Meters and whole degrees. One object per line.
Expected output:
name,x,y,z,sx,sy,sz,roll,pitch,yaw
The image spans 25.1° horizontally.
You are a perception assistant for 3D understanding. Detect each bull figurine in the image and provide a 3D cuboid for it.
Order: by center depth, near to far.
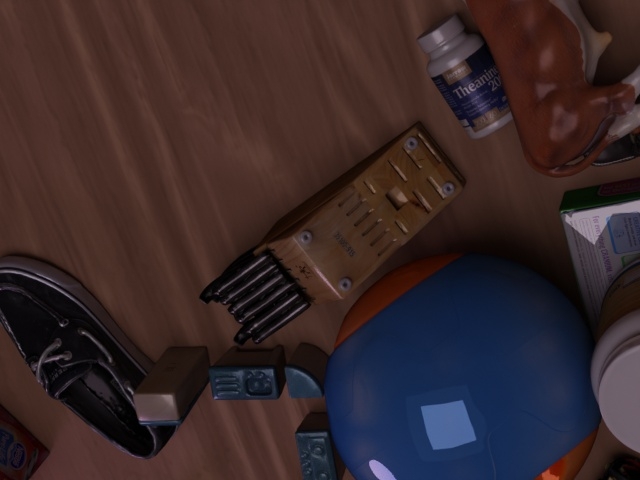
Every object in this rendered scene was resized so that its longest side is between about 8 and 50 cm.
bull figurine,0.226,-0.221,1.407,0.188,0.101,0.310,-18,100,21

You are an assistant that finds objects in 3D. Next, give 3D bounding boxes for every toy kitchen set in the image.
toy kitchen set,-0.088,0.221,1.673,0.207,0.122,0.166,-3,111,17

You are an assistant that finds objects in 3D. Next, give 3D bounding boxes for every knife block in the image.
knife block,0.000,0.000,1.591,0.276,0.242,0.088,-42,100,-20

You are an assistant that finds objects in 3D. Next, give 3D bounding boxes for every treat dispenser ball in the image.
treat dispenser ball,0.147,0.155,1.487,0.288,0.288,0.288,6,113,13

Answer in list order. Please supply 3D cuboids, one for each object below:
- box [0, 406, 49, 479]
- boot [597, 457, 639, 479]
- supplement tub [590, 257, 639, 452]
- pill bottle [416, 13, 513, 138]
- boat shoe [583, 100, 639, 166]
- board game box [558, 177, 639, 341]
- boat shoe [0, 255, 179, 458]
box,-0.481,0.329,1.822,0.122,0.128,0.257,45,115,-5
boot,0.288,0.317,1.632,0.236,0.085,0.178,19,114,0
supplement tub,0.338,0.109,1.393,0.144,0.199,0.144,6,113,14
pill bottle,0.151,-0.170,1.476,0.067,0.067,0.120,-30,102,24
boat shoe,0.333,-0.115,1.458,0.152,0.049,0.056,-27,101,23
board game box,0.430,0.039,1.487,0.316,0.064,0.242,-10,109,19
boat shoe,-0.294,0.143,1.708,0.301,0.102,0.108,46,116,-6
